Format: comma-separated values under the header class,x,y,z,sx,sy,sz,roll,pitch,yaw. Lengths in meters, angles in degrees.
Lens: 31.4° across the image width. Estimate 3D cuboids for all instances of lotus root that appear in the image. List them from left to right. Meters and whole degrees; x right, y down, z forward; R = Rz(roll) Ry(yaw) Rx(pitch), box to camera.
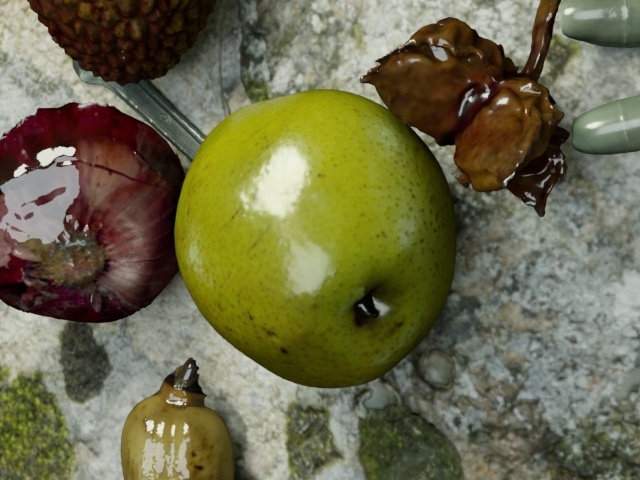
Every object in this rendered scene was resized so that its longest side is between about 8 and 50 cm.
class,x,y,z,sx,sy,sz,roll,pitch,yaw
lotus root,-0.158,0.237,1.259,0.125,0.118,0.221,-1,91,-8

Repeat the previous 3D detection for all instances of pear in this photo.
class,x,y,z,sx,sy,sz,roll,pitch,yaw
pear,0.000,0.000,1.082,0.294,0.294,0.294,2,95,24

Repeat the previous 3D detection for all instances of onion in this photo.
class,x,y,z,sx,sy,sz,roll,pitch,yaw
onion,-0.263,-0.032,1.246,0.252,0.219,0.252,-7,119,-13

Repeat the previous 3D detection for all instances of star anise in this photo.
class,x,y,z,sx,sy,sz,roll,pitch,yaw
star anise,0.153,-0.166,1.043,0.148,0.237,0.346,-33,39,48

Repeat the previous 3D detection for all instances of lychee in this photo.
class,x,y,z,sx,sy,sz,roll,pitch,yaw
lychee,-0.210,-0.295,1.186,0.236,0.236,0.271,10,122,23

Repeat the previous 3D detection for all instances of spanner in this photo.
class,x,y,z,sx,sy,sz,roll,pitch,yaw
spanner,-0.176,-0.140,1.293,0.302,0.017,0.071,41,109,17

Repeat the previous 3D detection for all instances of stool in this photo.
class,x,y,z,sx,sy,sz,roll,pitch,yaw
stool,0.309,-0.187,0.962,0.199,0.195,0.195,-2,53,18
